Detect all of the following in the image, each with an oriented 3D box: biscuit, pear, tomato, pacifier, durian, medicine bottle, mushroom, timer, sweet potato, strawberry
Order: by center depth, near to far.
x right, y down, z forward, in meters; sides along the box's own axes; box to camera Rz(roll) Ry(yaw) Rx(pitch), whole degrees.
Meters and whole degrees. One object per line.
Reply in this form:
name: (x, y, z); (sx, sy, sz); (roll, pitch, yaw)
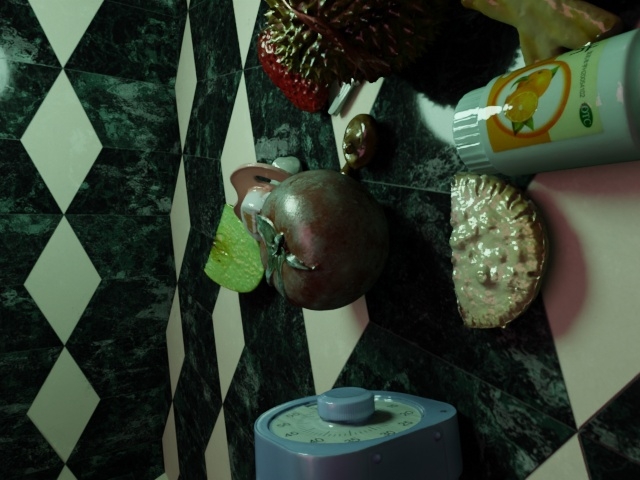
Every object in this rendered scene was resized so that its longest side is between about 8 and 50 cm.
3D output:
medicine bottle: (0.347, -0.176, 0.619); (0.318, 0.158, 0.157); (-2, 90, 56)
biscuit: (0.316, -0.336, 0.666); (0.207, 0.047, 0.164); (53, 157, 1)
biscuit: (0.294, 0.007, 0.769); (0.179, 0.084, 0.280); (-15, 78, 55)
durian: (0.068, -0.471, 0.888); (0.385, 0.347, 0.347); (-29, 59, 6)
timer: (0.046, 0.385, 0.899); (0.395, 0.395, 0.173); (-11, 83, 55)
tomato: (0.000, 0.000, 1.022); (0.317, 0.283, 0.316); (25, 120, 55)
mushroom: (0.094, -0.229, 1.056); (0.109, 0.085, 0.126); (-79, 8, -57)
sweet potato: (0.064, -0.159, 1.134); (0.049, 0.049, 0.117); (22, 103, 53)
strawberry: (-0.046, -0.456, 1.198); (0.205, 0.205, 0.244); (-12, 103, 55)
pacifier: (-0.127, -0.113, 1.263); (0.332, 0.221, 0.273); (100, 152, -58)
pear: (-0.241, 0.044, 1.523); (0.239, 0.139, 0.287); (40, 120, 30)

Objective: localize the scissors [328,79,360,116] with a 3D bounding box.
scissors: (0.085, -0.405, 1.106); (0.242, 0.031, 0.118); (-57, 47, 34)
